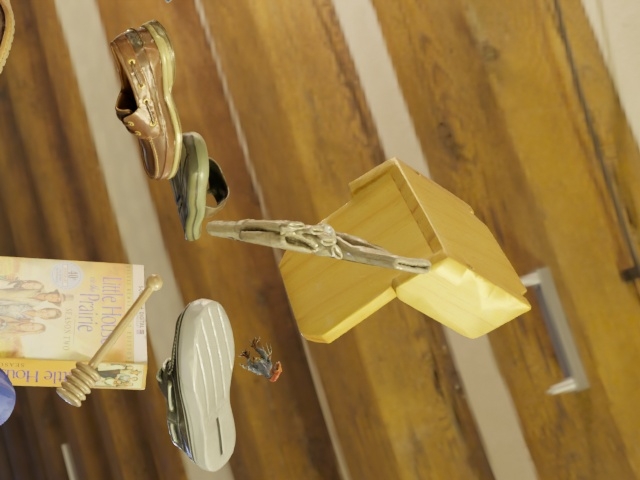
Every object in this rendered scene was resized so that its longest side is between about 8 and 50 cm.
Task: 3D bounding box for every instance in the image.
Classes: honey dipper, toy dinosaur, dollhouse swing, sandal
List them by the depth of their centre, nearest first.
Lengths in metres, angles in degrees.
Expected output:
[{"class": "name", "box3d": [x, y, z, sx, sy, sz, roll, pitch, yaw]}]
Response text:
[{"class": "honey dipper", "box3d": [-0.212, 0.099, 1.080, 0.030, 0.160, 0.030, 28, -26, 15]}, {"class": "toy dinosaur", "box3d": [-0.074, 0.167, 1.415, 0.082, 0.047, 0.090, 46, -3, 37]}, {"class": "sandal", "box3d": [-0.180, -0.080, 1.609, 0.303, 0.086, 0.120, 130, -55, -72]}, {"class": "dollhouse swing", "box3d": [0.149, 0.072, 1.983, 0.305, 0.315, 0.347, -49, -148, 18]}]

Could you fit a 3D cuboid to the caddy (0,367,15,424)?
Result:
[{"class": "caddy", "box3d": [-0.546, 0.212, 1.266, 0.341, 0.179, 0.241, 4, -114, 29]}]

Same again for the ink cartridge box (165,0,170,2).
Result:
[{"class": "ink cartridge box", "box3d": [-0.082, -0.399, 1.075, 0.165, 0.333, 0.065, 45, 12, -31]}]

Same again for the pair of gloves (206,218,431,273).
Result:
[{"class": "pair of gloves", "box3d": [0.000, 0.000, 1.346, 0.204, 0.240, 0.042, 9, -92, 55]}]

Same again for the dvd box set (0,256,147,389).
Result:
[{"class": "dvd box set", "box3d": [-0.504, 0.130, 1.753, 0.307, 0.420, 0.062, -106, -156, -58]}]

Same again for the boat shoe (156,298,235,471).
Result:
[{"class": "boat shoe", "box3d": [-0.219, 0.239, 1.732, 0.119, 0.121, 0.335, 17, -58, 26]}]

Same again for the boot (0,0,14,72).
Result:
[{"class": "boot", "box3d": [-0.461, -0.303, 1.208, 0.090, 0.207, 0.248, 0, -97, 44]}]

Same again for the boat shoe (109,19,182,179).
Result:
[{"class": "boat shoe", "box3d": [-0.182, -0.137, 1.067, 0.064, 0.060, 0.178, 44, -35, 41]}]
